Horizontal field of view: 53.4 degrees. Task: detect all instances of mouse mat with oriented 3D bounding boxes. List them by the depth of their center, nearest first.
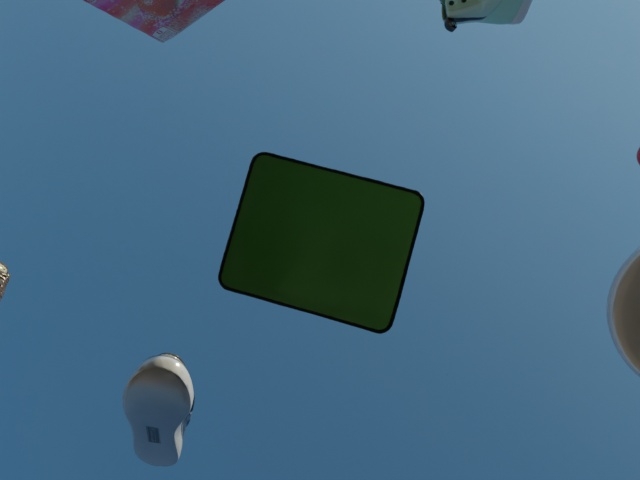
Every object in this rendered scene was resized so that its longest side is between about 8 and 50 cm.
[{"bbox_3d":[0.000,0.000,0.658,0.189,0.007,0.153,16,-94,6],"label":"mouse mat"}]

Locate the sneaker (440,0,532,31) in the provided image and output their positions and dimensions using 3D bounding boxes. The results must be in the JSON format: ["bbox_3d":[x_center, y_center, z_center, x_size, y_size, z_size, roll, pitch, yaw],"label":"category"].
[{"bbox_3d":[0.245,-0.399,0.924,0.151,0.256,0.094,-7,-111,-1],"label":"sneaker"}]

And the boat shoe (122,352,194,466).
[{"bbox_3d":[-0.187,0.194,0.777,0.080,0.228,0.076,10,-135,0],"label":"boat shoe"}]

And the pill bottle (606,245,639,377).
[{"bbox_3d":[0.476,0.056,0.766,0.188,0.334,0.188,7,-77,35],"label":"pill bottle"}]

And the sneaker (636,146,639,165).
[{"bbox_3d":[0.467,-0.135,0.762,0.118,0.279,0.107,37,-93,-6],"label":"sneaker"}]

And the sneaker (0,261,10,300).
[{"bbox_3d":[-0.422,0.051,0.787,0.188,0.066,0.071,3,-129,55],"label":"sneaker"}]

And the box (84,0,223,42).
[{"bbox_3d":[-0.108,-0.350,0.617,0.300,0.142,0.154,-26,-103,22],"label":"box"}]
